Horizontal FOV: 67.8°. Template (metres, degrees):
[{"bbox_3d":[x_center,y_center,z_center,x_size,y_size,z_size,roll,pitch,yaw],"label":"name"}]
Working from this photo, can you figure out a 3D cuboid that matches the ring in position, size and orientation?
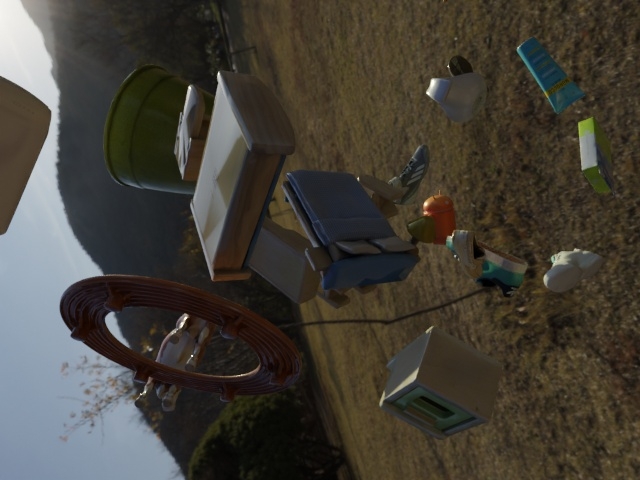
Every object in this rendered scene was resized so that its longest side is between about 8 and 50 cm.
[{"bbox_3d":[-0.193,0.154,0.657,0.336,0.337,0.032,91,-171,-53],"label":"ring"}]

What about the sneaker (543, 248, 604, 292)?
[{"bbox_3d":[0.634,0.069,1.240,0.094,0.212,0.080,43,136,44],"label":"sneaker"}]

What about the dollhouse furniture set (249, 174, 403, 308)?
[{"bbox_3d":[0.000,0.000,1.437,0.257,0.394,0.361,33,127,32],"label":"dollhouse furniture set"}]

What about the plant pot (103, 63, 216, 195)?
[{"bbox_3d":[-0.361,-0.277,1.390,0.366,0.353,0.366,20,-90,-84],"label":"plant pot"}]

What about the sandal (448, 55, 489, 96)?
[{"bbox_3d":[0.490,-0.537,1.593,0.180,0.072,0.049,50,172,4],"label":"sandal"}]

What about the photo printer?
[{"bbox_3d":[-0.680,-0.177,0.897,0.107,0.256,0.307,38,102,40],"label":"photo printer"}]

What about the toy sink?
[{"bbox_3d":[0.220,0.297,0.948,0.153,0.131,0.234,30,145,0],"label":"toy sink"}]

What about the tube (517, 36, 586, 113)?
[{"bbox_3d":[0.605,-0.443,1.266,0.207,0.080,0.052,57,-156,8],"label":"tube"}]

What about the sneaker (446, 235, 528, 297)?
[{"bbox_3d":[0.480,0.072,1.442,0.302,0.108,0.120,38,118,59],"label":"sneaker"}]

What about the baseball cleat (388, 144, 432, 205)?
[{"bbox_3d":[0.283,-0.210,1.526,0.072,0.110,0.205,40,121,59],"label":"baseball cleat"}]

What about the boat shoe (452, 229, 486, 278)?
[{"bbox_3d":[0.374,0.038,1.164,0.170,0.059,0.062,50,-133,-39],"label":"boat shoe"}]

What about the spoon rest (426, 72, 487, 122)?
[{"bbox_3d":[0.355,-0.380,1.239,0.084,0.277,0.137,35,115,30],"label":"spoon rest"}]

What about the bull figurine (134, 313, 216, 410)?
[{"bbox_3d":[-0.339,0.291,1.119,0.188,0.101,0.310,-94,29,-75],"label":"bull figurine"}]

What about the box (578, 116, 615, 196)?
[{"bbox_3d":[0.681,-0.202,1.171,0.043,0.109,0.178,-17,49,44],"label":"box"}]

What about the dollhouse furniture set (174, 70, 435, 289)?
[{"bbox_3d":[-0.005,-0.105,0.640,0.286,0.304,0.198,63,141,37],"label":"dollhouse furniture set"}]

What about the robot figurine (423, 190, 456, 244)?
[{"bbox_3d":[0.496,-0.092,1.982,0.128,0.158,0.219,-137,36,-73],"label":"robot figurine"}]
